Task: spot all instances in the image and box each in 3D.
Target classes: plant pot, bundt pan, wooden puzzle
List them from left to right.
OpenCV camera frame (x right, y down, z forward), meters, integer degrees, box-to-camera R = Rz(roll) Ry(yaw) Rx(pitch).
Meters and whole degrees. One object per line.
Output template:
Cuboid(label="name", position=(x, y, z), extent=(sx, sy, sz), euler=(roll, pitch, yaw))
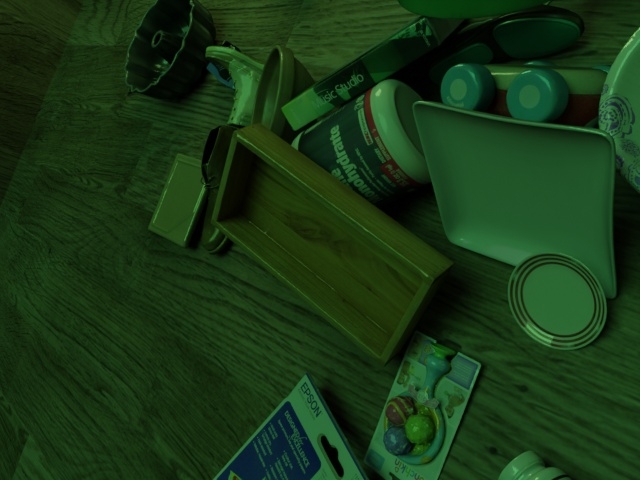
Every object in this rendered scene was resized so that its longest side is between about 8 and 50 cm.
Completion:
Cuboid(label="bundt pan", position=(-0.420, -0.549, 1.785), extent=(0.330, 0.124, 0.331), euler=(-19, 60, 38))
Cuboid(label="wooden puzzle", position=(-0.351, -0.105, 1.603), extent=(0.238, 0.044, 0.221), euler=(21, 89, 51))
Cuboid(label="plant pot", position=(-0.069, -0.284, 1.323), extent=(0.237, 0.109, 0.237), euler=(-171, 90, -72))

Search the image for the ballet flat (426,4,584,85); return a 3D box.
Cuboid(label="ballet flat", position=(0.299, -0.347, 1.042), extent=(0.280, 0.095, 0.096), euler=(-7, 57, 42))

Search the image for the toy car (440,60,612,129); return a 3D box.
Cuboid(label="toy car", position=(0.306, -0.136, 0.910), extent=(0.210, 0.219, 0.238), euler=(22, 118, 45))

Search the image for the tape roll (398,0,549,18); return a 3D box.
Cuboid(label="tape roll", position=(0.275, -0.461, 0.996), extent=(0.321, 0.077, 0.321), euler=(-10, 40, 9))

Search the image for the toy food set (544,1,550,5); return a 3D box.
Cuboid(label="toy food set", position=(0.349, -0.435, 1.077), extent=(0.078, 0.019, 0.122), euler=(-47, 48, 20))

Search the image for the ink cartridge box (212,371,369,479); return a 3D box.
Cuboid(label="ink cartridge box", position=(-0.032, 0.442, 1.058), extent=(0.307, 0.072, 0.304), euler=(-49, 46, 15))

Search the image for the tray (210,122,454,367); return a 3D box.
Cuboid(label="tray", position=(0.000, 0.000, 1.032), extent=(0.411, 0.076, 0.203), euler=(39, 131, 21))

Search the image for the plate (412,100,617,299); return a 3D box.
Cuboid(label="plate", position=(0.271, -0.066, 0.846), extent=(0.278, 0.277, 0.045), euler=(22, 58, 41))

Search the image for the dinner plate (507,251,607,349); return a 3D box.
Cuboid(label="dinner plate", position=(0.327, 0.082, 0.861), extent=(0.141, 0.017, 0.141), euler=(17, 113, 44))

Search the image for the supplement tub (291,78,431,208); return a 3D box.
Cuboid(label="supplement tub", position=(0.066, -0.143, 1.106), extent=(0.272, 0.191, 0.191), euler=(-27, 57, 34))

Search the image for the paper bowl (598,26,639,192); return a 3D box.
Cuboid(label="paper bowl", position=(0.493, -0.151, 0.728), extent=(0.284, 0.148, 0.284), euler=(-16, 66, 40))

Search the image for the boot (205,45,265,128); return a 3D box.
Cuboid(label="boot", position=(-0.194, -0.352, 1.461), extent=(0.213, 0.077, 0.165), euler=(22, 93, 2))

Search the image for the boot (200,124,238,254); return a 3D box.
Cuboid(label="boot", position=(-0.244, -0.122, 1.452), extent=(0.112, 0.115, 0.305), euler=(3, 77, 42))

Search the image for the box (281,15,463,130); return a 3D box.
Cuboid(label="box", position=(0.101, -0.331, 1.150), extent=(0.322, 0.058, 0.232), euler=(-26, 16, 35))

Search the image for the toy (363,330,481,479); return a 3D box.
Cuboid(label="toy", position=(0.143, 0.270, 0.965), extent=(0.137, 0.056, 0.237), euler=(24, 91, 47))

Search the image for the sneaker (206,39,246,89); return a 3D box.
Cuboid(label="sneaker", position=(-0.219, -0.441, 1.579), extent=(0.232, 0.081, 0.090), euler=(45, 111, 44))

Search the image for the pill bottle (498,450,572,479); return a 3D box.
Cuboid(label="pill bottle", position=(0.296, 0.341, 0.768), extent=(0.086, 0.086, 0.152), euler=(-55, 44, 13))
